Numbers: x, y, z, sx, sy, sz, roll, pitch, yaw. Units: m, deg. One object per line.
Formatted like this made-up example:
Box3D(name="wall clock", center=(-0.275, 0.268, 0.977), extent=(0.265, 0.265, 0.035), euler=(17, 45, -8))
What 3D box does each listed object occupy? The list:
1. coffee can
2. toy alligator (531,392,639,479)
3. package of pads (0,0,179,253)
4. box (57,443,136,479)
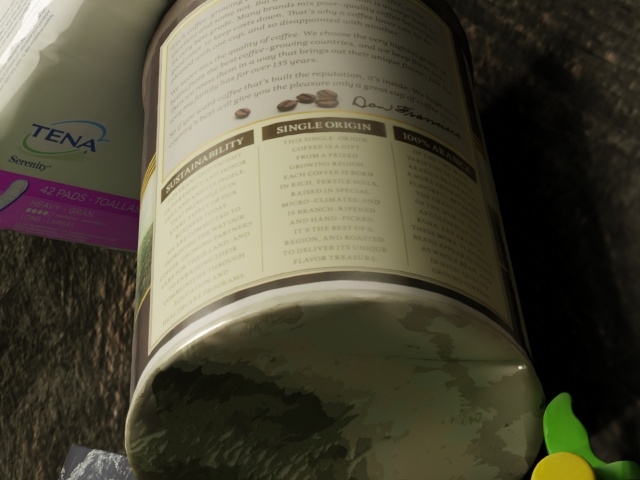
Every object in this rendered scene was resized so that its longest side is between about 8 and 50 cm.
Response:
Box3D(name="coffee can", center=(0.000, 0.000, 0.755), extent=(0.201, 0.201, 0.275), euler=(-44, 32, 32))
Box3D(name="toy alligator", center=(0.112, 0.155, 0.593), extent=(0.051, 0.056, 0.190), euler=(3, 61, 16))
Box3D(name="package of pads", center=(-0.105, -0.101, 0.932), extent=(0.229, 0.296, 0.101), euler=(-49, 55, 24))
Box3D(name="box", center=(-0.121, 0.222, 0.887), extent=(0.158, 0.093, 0.156), euler=(-5, 61, 60))
